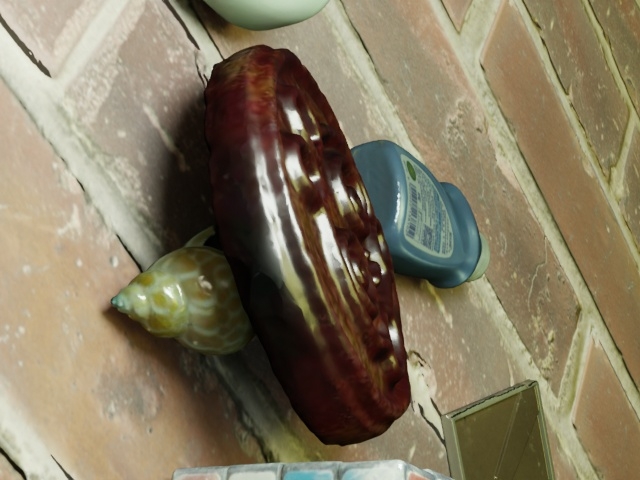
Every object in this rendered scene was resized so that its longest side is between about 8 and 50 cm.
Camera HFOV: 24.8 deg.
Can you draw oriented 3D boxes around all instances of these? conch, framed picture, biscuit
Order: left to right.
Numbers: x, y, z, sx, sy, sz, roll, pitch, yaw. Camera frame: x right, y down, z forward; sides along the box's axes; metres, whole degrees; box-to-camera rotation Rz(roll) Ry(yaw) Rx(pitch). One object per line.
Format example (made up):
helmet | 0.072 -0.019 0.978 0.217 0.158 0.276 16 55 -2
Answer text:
conch | -0.105 0.052 1.362 0.173 0.106 0.116 -64 135 -64
biscuit | 0.000 0.000 1.441 0.407 0.091 0.407 -17 90 -76
framed picture | 0.248 0.310 1.941 0.289 0.020 0.211 -10 90 -59

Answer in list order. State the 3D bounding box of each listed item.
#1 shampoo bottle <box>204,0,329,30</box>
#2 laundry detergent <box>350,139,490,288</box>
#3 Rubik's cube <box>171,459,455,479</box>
shampoo bottle | -0.114 -0.366 1.415 0.349 0.151 0.222 41 54 -47
laundry detergent | 0.122 -0.016 1.768 0.290 0.094 0.143 29 51 -56
Rubik's cube | 0.020 0.349 1.323 0.253 0.259 0.256 31 55 -50
